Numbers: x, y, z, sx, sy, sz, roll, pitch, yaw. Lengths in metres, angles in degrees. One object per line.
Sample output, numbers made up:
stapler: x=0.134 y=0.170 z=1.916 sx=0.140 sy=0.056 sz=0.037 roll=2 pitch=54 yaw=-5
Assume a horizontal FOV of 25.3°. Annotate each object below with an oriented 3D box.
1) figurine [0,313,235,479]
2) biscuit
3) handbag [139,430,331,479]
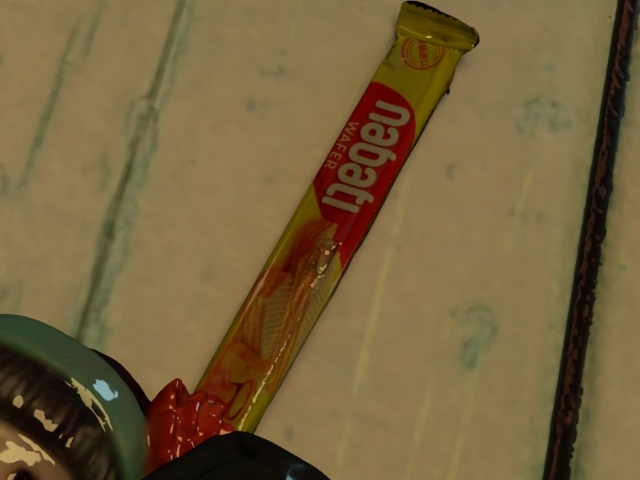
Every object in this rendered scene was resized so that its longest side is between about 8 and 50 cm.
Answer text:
figurine: x=-0.145 y=0.146 z=0.565 sx=0.138 sy=0.110 sz=0.245 roll=30 pitch=71 yaw=-1
biscuit: x=0.000 y=0.000 z=0.692 sx=0.048 sy=0.026 sz=0.292 roll=20 pitch=65 yaw=18
handbag: x=-0.082 y=0.243 z=0.444 sx=0.302 sy=0.275 sz=0.178 roll=-34 pitch=54 yaw=-24
